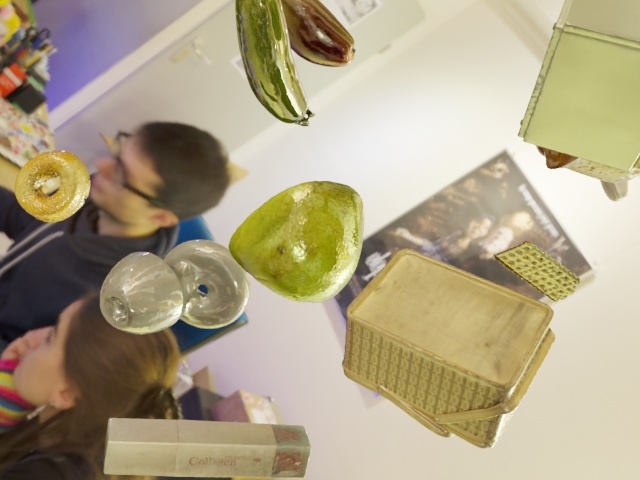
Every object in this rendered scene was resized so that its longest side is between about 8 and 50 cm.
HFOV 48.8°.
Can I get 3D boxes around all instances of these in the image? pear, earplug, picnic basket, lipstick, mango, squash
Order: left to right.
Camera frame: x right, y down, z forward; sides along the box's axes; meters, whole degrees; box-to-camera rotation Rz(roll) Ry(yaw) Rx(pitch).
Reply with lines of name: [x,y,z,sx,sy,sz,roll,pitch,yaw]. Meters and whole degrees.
earplug: [-0.319,0.113,1.562,0.175,0.326,0.214,-135,-138,-63]
lipstick: [-0.207,0.387,1.313,0.372,0.076,0.080,6,19,-17]
squash: [-0.069,-0.249,0.973,0.318,0.071,0.080,71,23,-56]
mango: [-0.031,-0.512,1.696,0.267,0.133,0.111,43,50,-10]
pear: [-0.002,0.001,1.396,0.288,0.239,0.139,15,29,-34]
picnic basket: [0.218,0.186,1.222,0.313,0.228,0.175,23,-46,25]

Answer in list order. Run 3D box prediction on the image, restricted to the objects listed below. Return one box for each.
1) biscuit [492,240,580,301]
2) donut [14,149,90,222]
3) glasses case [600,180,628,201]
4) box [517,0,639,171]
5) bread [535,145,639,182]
biscuit: [0.515,0.073,1.642,0.203,0.016,0.144,34,-27,-9]
donut: [-0.638,-0.130,1.670,0.162,0.178,0.065,42,2,-3]
glasses case: [0.611,-0.177,1.496,0.074,0.049,0.193,-91,167,-81]
box: [0.225,-0.185,0.512,0.086,0.225,0.129,19,-23,13]
bread: [0.390,-0.213,0.962,0.148,0.269,0.270,18,20,-8]
